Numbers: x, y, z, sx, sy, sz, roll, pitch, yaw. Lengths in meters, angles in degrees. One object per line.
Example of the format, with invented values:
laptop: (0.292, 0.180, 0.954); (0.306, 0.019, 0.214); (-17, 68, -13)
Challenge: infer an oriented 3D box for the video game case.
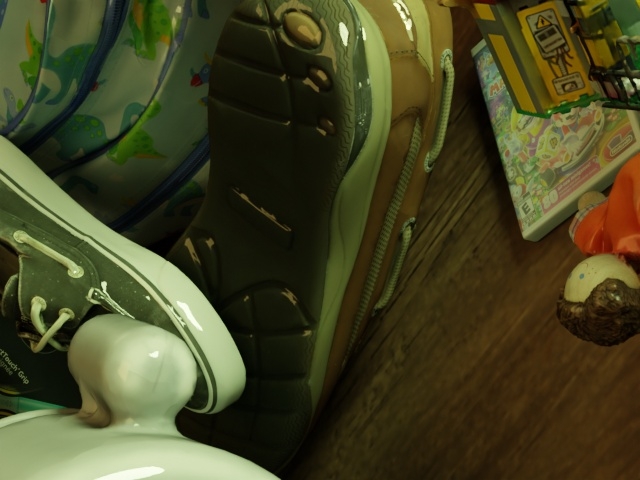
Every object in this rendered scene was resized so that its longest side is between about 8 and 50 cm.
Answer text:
video game case: (0.119, -0.072, 0.888); (0.087, 0.011, 0.122); (-42, 47, 39)

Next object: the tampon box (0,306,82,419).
tampon box: (-0.214, 0.123, 1.119); (0.101, 0.120, 0.161); (-22, 20, 48)

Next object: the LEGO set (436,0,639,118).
LEGO set: (0.169, -0.164, 0.610); (0.255, 0.192, 0.331); (-31, 21, -8)

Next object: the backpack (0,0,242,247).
backpack: (-0.136, -0.126, 1.084); (0.355, 0.273, 0.290); (-3, 69, 40)

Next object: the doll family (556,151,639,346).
doll family: (0.202, 0.020, 0.655); (0.263, 0.118, 0.163); (9, 68, 60)

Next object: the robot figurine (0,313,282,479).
robot figurine: (-0.105, 0.184, 0.818); (0.353, 0.199, 0.300); (180, 101, -69)

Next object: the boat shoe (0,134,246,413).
boat shoe: (-0.137, 0.029, 0.941); (0.219, 0.070, 0.078); (36, 140, 19)

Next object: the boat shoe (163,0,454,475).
boat shoe: (0.000, 0.000, 0.938); (0.122, 0.120, 0.324); (42, 134, 26)
